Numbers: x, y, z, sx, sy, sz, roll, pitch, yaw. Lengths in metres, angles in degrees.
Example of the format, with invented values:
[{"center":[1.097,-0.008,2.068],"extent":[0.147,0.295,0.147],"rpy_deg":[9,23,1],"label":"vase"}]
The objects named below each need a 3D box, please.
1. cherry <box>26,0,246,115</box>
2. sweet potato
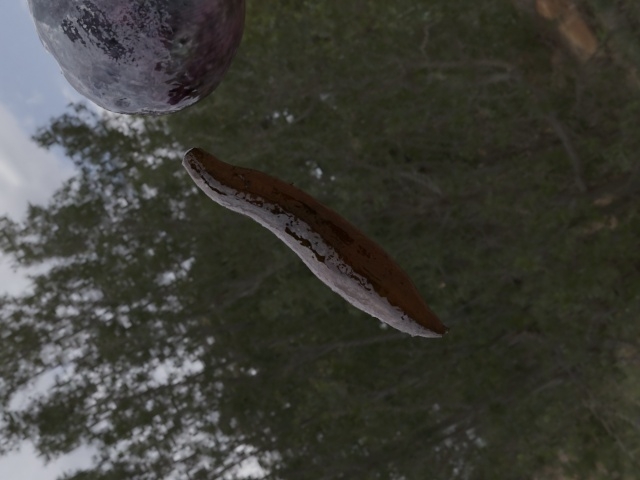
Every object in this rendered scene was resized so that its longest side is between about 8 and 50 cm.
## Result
[{"center":[-0.143,-0.198,0.731],"extent":[0.195,0.195,0.195],"rpy_deg":[60,-176,-6],"label":"cherry"},{"center":[0.000,0.000,0.770],"extent":[0.265,0.057,0.057],"rpy_deg":[38,-175,-2],"label":"sweet potato"}]
